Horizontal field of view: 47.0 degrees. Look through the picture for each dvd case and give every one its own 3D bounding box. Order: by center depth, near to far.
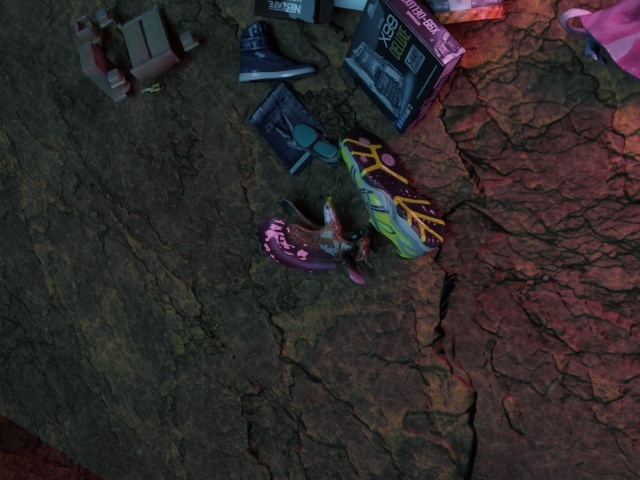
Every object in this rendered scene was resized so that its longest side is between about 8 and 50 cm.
[{"bbox_3d":[-0.089,-0.314,2.058,0.221,0.018,0.164,52,123,10],"label":"dvd case"}]

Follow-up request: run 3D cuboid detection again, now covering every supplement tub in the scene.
[{"bbox_3d":[0.312,-0.635,1.593,0.194,0.194,0.315,2,105,32],"label":"supplement tub"}]

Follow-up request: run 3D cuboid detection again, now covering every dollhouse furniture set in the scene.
[{"bbox_3d":[-0.533,-0.593,2.237,0.356,0.174,0.303,-24,64,9],"label":"dollhouse furniture set"}]

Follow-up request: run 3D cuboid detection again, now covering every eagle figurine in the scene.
[{"bbox_3d":[0.001,-0.011,1.982,0.299,0.226,0.225,0,68,16],"label":"eagle figurine"}]

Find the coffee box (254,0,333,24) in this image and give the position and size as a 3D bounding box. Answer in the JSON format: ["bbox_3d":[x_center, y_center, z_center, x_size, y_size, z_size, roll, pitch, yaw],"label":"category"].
[{"bbox_3d":[-0.052,-0.681,1.762,0.168,0.119,0.297,13,112,18],"label":"coffee box"}]

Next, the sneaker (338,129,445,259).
[{"bbox_3d":[0.153,-0.113,1.893,0.384,0.145,0.147,58,140,13],"label":"sneaker"}]

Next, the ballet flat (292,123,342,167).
[{"bbox_3d":[-0.009,-0.248,1.972,0.188,0.070,0.070,45,126,40],"label":"ballet flat"}]

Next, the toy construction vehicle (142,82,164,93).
[{"bbox_3d":[-0.519,-0.499,2.266,0.098,0.035,0.085,-3,103,33],"label":"toy construction vehicle"}]

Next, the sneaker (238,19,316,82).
[{"bbox_3d":[-0.119,-0.511,1.976,0.226,0.086,0.163,3,97,20],"label":"sneaker"}]

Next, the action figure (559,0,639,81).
[{"bbox_3d":[0.704,-0.484,1.425,0.370,0.248,0.275,-60,44,32],"label":"action figure"}]

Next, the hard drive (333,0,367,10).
[{"bbox_3d":[0.064,-0.677,1.804,0.308,0.040,0.202,15,112,19],"label":"hard drive"}]

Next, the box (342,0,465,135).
[{"bbox_3d":[0.184,-0.424,1.722,0.242,0.077,0.307,50,158,9],"label":"box"}]
